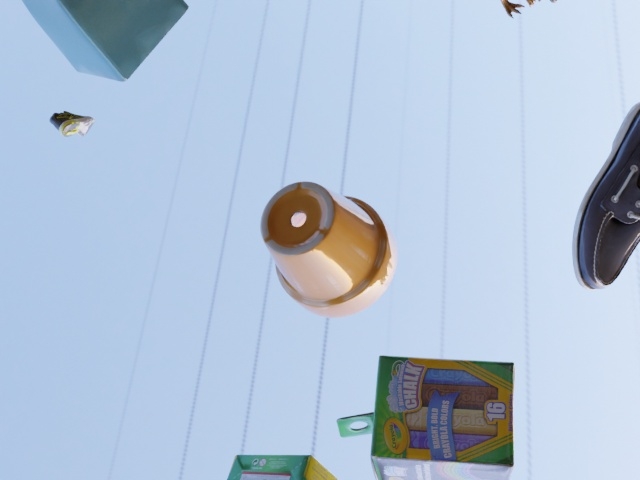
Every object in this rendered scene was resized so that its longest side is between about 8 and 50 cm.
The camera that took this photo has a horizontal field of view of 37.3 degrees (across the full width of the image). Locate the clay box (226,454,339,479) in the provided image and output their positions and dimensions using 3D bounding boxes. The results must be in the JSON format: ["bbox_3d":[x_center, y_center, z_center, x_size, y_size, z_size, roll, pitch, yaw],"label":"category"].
[{"bbox_3d":[-0.011,0.360,1.269,0.222,0.128,0.053,50,-134,-36],"label":"clay box"}]

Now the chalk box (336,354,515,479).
[{"bbox_3d":[0.129,0.227,1.170,0.213,0.132,0.132,3,-119,9],"label":"chalk box"}]

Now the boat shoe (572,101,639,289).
[{"bbox_3d":[0.317,-0.043,0.953,0.075,0.065,0.206,24,-93,-35],"label":"boat shoe"}]

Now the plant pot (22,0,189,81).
[{"bbox_3d":[-0.362,-0.392,1.454,0.165,0.166,0.234,-53,-50,-15],"label":"plant pot"}]

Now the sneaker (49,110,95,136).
[{"bbox_3d":[-0.337,-0.163,1.292,0.035,0.031,0.083,39,-166,6],"label":"sneaker"}]

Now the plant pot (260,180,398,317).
[{"bbox_3d":[0.000,0.000,1.536,0.188,0.205,0.205,45,-144,-57],"label":"plant pot"}]

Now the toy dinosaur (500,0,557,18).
[{"bbox_3d":[0.273,-0.399,1.409,0.212,0.112,0.064,29,-108,29],"label":"toy dinosaur"}]
